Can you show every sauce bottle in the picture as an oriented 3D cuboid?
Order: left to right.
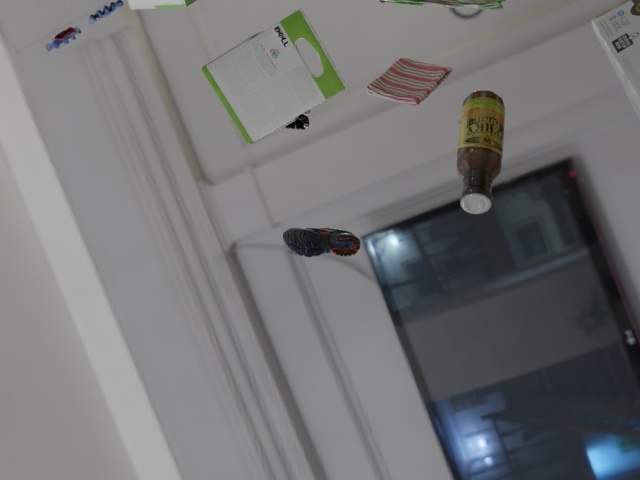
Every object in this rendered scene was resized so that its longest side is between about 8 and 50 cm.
[{"bbox_3d":[0.377,-0.209,1.892,0.111,0.111,0.344,52,-144,-39],"label":"sauce bottle"}]

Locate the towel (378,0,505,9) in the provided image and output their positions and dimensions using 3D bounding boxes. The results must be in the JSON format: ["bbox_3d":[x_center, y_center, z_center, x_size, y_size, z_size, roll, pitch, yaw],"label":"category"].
[{"bbox_3d":[0.319,-0.647,2.126,0.248,0.325,0.038,-67,-18,-67],"label":"towel"}]

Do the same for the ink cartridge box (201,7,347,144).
[{"bbox_3d":[-0.084,-0.341,1.649,0.188,0.255,0.097,58,-154,-14],"label":"ink cartridge box"}]

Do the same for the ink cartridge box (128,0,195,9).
[{"bbox_3d":[-0.372,-0.725,2.161,0.273,0.198,0.114,-50,-44,-42],"label":"ink cartridge box"}]

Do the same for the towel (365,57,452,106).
[{"bbox_3d":[0.216,-0.392,1.953,0.197,0.144,0.029,-46,-35,-39],"label":"towel"}]

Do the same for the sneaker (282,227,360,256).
[{"bbox_3d":[0.000,0.000,2.297,0.087,0.221,0.083,-111,30,-68],"label":"sneaker"}]

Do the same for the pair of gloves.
[{"bbox_3d":[-0.539,-0.491,1.838,0.023,0.198,0.159,59,166,-17],"label":"pair of gloves"}]

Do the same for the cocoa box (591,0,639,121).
[{"bbox_3d":[0.527,-0.186,1.017,0.231,0.228,0.347,51,-155,-27],"label":"cocoa box"}]

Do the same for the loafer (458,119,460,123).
[{"bbox_3d":[0.400,-0.269,2.151,0.125,0.039,0.045,52,-160,-16],"label":"loafer"}]

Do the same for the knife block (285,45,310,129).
[{"bbox_3d":[-0.078,-0.409,2.044,0.242,0.088,0.275,157,114,-72],"label":"knife block"}]
